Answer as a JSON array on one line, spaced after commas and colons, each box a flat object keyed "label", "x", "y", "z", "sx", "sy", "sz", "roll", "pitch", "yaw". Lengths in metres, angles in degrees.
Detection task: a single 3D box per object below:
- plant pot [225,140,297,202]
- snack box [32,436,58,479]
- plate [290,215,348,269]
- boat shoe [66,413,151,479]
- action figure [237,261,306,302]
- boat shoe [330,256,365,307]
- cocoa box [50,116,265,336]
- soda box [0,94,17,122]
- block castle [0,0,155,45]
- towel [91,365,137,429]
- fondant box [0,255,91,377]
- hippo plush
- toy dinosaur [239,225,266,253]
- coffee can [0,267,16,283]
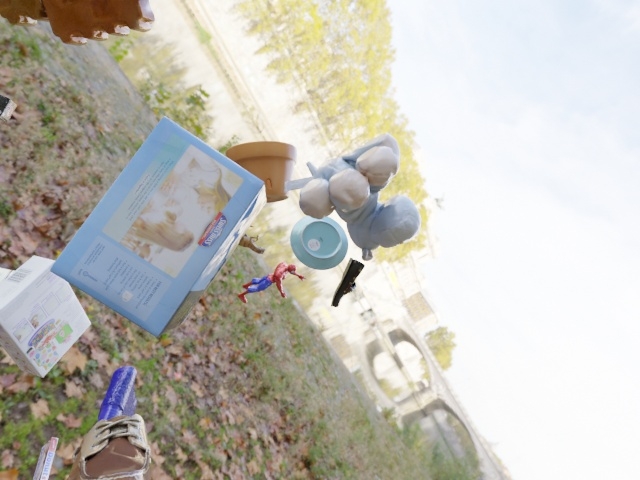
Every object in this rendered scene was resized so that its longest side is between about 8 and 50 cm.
[{"label": "plant pot", "x": -0.232, "y": -0.267, "z": 1.711, "sx": 0.291, "sy": 0.292, "sz": 0.203, "roll": 40, "pitch": 44, "yaw": -85}, {"label": "snack box", "x": -0.794, "y": 0.662, "z": 1.193, "sx": 0.022, "sy": 0.064, "sz": 0.178, "roll": 33, "pitch": 19, "yaw": -33}, {"label": "plate", "x": 0.000, "y": 0.000, "z": 1.294, "sx": 0.188, "sy": 0.188, "sz": 0.024, "roll": 61, "pitch": -24, "yaw": 12}, {"label": "boat shoe", "x": -0.317, "y": 0.325, "z": 0.628, "sx": 0.324, "sy": 0.123, "sz": 0.116, "roll": -31, "pitch": -124, "yaw": 55}, {"label": "action figure", "x": -0.165, "y": 0.169, "z": 1.547, "sx": 0.139, "sy": 0.281, "sz": 0.091, "roll": 41, "pitch": 38, "yaw": -21}, {"label": "boat shoe", "x": 0.059, "y": 0.102, "z": 0.943, "sx": 0.042, "sy": 0.132, "sz": 0.049, "roll": 25, "pitch": 23, "yaw": 4}, {"label": "cocoa box", "x": -0.296, "y": -0.021, "z": 0.848, "sx": 0.232, "sy": 0.346, "sz": 0.228, "roll": 34, "pitch": -7, "yaw": -3}, {"label": "soda box", "x": -0.888, "y": -0.372, "z": 1.071, "sx": 0.169, "sy": 0.060, "sz": 0.053, "roll": 25, "pitch": -10, "yaw": -18}, {"label": "block castle", "x": -0.262, "y": -0.265, "z": 0.308, "sx": 0.303, "sy": 0.455, "sz": 0.212, "roll": -69, "pitch": 151, "yaw": -63}, {"label": "towel", "x": -0.531, "y": 0.489, "z": 1.015, "sx": 0.308, "sy": 0.077, "sz": 0.227, "roll": -91, "pitch": -164, "yaw": -50}, {"label": "fondant box", "x": -0.923, "y": 0.251, "z": 1.370, "sx": 0.238, "sy": 0.096, "sz": 0.329, "roll": -65, "pitch": 161, "yaw": -47}, {"label": "hippo plush", "x": 0.079, "y": -0.059, "z": 0.904, "sx": 0.236, "sy": 0.295, "sz": 0.234, "roll": 57, "pitch": 45, "yaw": -21}, {"label": "toy dinosaur", "x": -0.293, "y": -0.011, "z": 1.497, "sx": 0.212, "sy": 0.112, "sz": 0.064, "roll": 20, "pitch": -3, "yaw": -4}, {"label": "coffee can", "x": -1.213, "y": 0.163, "z": 1.408, "sx": 0.276, "sy": 0.201, "sz": 0.201, "roll": 19, "pitch": 22, "yaw": -25}]
